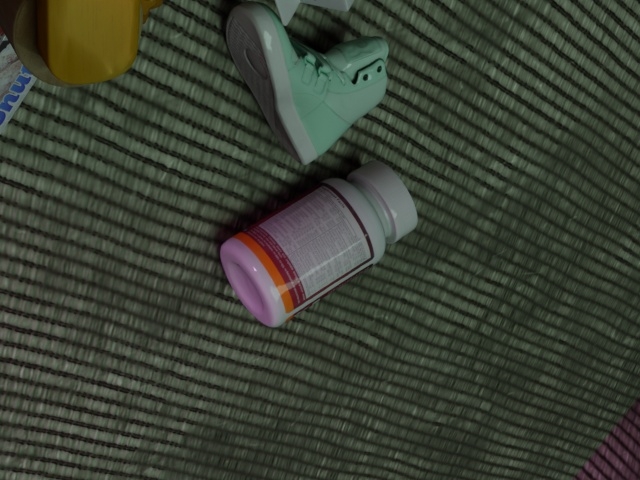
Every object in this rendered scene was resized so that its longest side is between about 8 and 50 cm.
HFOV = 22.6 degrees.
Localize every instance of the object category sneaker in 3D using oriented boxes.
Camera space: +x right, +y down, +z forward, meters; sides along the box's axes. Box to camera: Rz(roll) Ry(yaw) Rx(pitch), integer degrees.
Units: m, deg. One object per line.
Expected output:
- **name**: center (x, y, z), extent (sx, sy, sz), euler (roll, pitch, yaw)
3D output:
- **sneaker**: center (-0.007, -0.205, 1.745), extent (0.151, 0.094, 0.256), euler (-39, 148, -8)

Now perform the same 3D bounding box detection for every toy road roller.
- **toy road roller**: center (-0.280, -0.288, 1.315), extent (0.240, 0.202, 0.330), euler (-12, 128, -21)

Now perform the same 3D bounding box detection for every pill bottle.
- **pill bottle**: center (0.000, 0.000, 1.922), extent (0.221, 0.121, 0.121), euler (-32, 142, -19)

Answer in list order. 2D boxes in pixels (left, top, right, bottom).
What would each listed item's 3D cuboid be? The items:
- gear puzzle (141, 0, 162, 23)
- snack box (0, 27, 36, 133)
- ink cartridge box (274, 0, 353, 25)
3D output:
- **gear puzzle**: center (-0.105, -0.340, 1.557), extent (0.339, 0.044, 0.175), euler (-49, 144, 4)
- **snack box**: center (-0.302, -0.166, 1.547), extent (0.178, 0.022, 0.064), euler (-55, 144, 11)
- **ink cartridge box**: center (0.015, -0.308, 1.631), extent (0.180, 0.060, 0.104), euler (-62, 152, -28)
